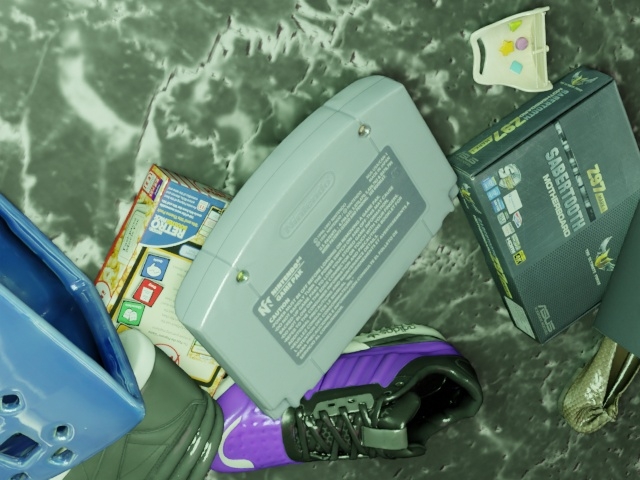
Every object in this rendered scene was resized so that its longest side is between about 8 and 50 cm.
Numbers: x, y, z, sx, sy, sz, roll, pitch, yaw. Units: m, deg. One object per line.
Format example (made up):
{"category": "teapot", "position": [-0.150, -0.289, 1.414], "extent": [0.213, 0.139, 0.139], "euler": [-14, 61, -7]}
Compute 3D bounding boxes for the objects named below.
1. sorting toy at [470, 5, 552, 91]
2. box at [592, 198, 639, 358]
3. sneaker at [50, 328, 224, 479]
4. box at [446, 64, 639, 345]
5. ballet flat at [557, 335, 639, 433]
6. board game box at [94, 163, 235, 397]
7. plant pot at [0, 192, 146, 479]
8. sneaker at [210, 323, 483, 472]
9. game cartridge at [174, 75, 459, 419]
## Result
{"category": "sorting toy", "position": [0.181, -0.183, 1.368], "extent": [0.075, 0.045, 0.083], "euler": [-14, 117, -14]}
{"category": "box", "position": [0.410, 0.049, 1.479], "extent": [0.207, 0.108, 0.153], "euler": [7, 109, -36]}
{"category": "sneaker", "position": [-0.204, 0.222, 1.279], "extent": [0.147, 0.104, 0.296], "euler": [36, 105, -32]}
{"category": "box", "position": [0.247, -0.034, 1.451], "extent": [0.183, 0.059, 0.233], "euler": [-34, 123, -13]}
{"category": "ballet flat", "position": [0.344, 0.104, 1.560], "extent": [0.084, 0.058, 0.250], "euler": [25, 98, -33]}
{"category": "board game box", "position": [-0.128, 0.045, 1.301], "extent": [0.146, 0.045, 0.194], "euler": [23, 99, -33]}
{"category": "plant pot", "position": [-0.306, 0.084, 1.122], "extent": [0.212, 0.236, 0.236], "euler": [-41, 123, 2]}
{"category": "sneaker", "position": [0.027, 0.165, 1.370], "extent": [0.293, 0.146, 0.102], "euler": [-17, 117, -21]}
{"category": "game cartridge", "position": [0.000, 0.000, 1.295], "extent": [0.294, 0.060, 0.196], "euler": [-50, 139, -15]}
